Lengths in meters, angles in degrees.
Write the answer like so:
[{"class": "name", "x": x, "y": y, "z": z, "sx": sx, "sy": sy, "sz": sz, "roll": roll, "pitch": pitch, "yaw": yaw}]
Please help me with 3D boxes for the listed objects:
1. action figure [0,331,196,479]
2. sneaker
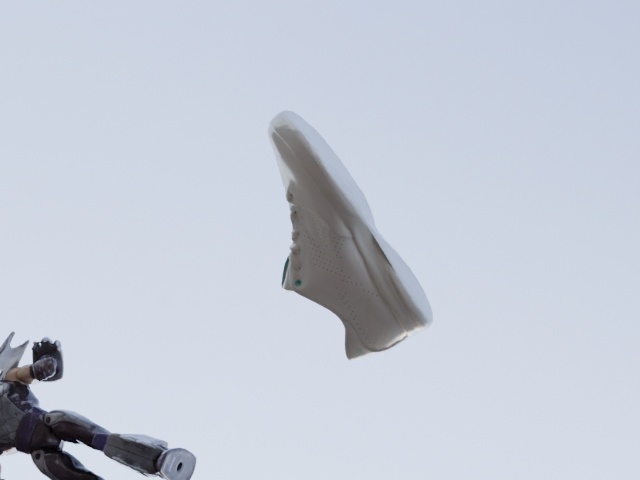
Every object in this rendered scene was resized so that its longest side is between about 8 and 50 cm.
[{"class": "action figure", "x": -0.261, "y": 0.193, "z": 1.606, "sx": 0.285, "sy": 0.099, "sz": 0.185, "roll": 20, "pitch": -83, "yaw": 21}, {"class": "sneaker", "x": 0.000, "y": 0.000, "z": 1.338, "sx": 0.094, "sy": 0.080, "sz": 0.212, "roll": -31, "pitch": -90, "yaw": 14}]
